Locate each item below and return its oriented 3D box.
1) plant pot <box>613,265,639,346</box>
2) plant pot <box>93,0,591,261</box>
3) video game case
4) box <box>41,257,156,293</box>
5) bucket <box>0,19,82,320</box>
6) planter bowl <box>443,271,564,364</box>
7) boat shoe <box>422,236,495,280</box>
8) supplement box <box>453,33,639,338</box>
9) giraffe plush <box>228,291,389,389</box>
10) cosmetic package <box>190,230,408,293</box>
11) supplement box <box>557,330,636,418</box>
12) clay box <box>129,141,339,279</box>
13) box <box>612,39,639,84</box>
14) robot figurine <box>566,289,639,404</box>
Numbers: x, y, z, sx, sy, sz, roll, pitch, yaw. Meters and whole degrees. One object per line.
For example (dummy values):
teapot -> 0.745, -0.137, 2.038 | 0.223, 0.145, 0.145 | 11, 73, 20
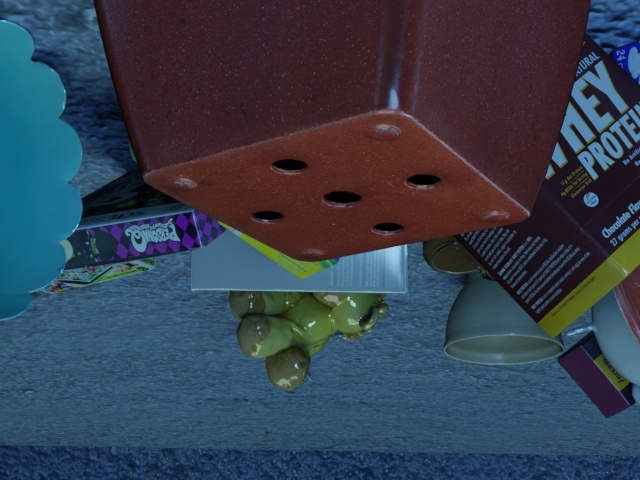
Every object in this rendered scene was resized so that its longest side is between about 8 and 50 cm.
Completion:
plant pot -> 0.456, 0.002, 1.017 | 0.272, 0.272, 0.265 | 16, 145, -34
plant pot -> 0.015, -0.132, 0.696 | 0.267, 0.236, 0.267 | -11, 156, 32
video game case -> -0.158, -0.034, 1.070 | 0.210, 0.042, 0.232 | -7, -163, 25
box -> -0.329, 0.024, 1.437 | 0.207, 0.036, 0.114 | -14, 155, 36
bucket -> -0.353, -0.054, 0.906 | 0.183, 0.281, 0.281 | -2, 161, 29
planter bowl -> 0.250, 0.099, 1.493 | 0.162, 0.109, 0.162 | 2, 160, 1
boat shoe -> 0.200, -0.002, 1.224 | 0.110, 0.105, 0.307 | 9, 159, -19
supplement box -> 0.197, -0.051, 0.916 | 0.129, 0.194, 0.191 | -40, 168, -17
giraffe plush -> 0.001, 0.097, 1.467 | 0.170, 0.181, 0.210 | -30, 138, 18
cosmetic package -> -0.022, 0.002, 1.209 | 0.237, 0.107, 0.127 | -1, -172, 4
supplement box -> 0.428, 0.138, 1.459 | 0.188, 0.104, 0.081 | -35, 170, -21
clay box -> -0.069, -0.073, 0.968 | 0.053, 0.127, 0.222 | -24, 137, 31
box -> 0.339, -0.128, 0.918 | 0.137, 0.072, 0.126 | -17, 154, 39
robot figurine -> 0.480, 0.088, 1.310 | 0.353, 0.200, 0.300 | 7, 119, -13
